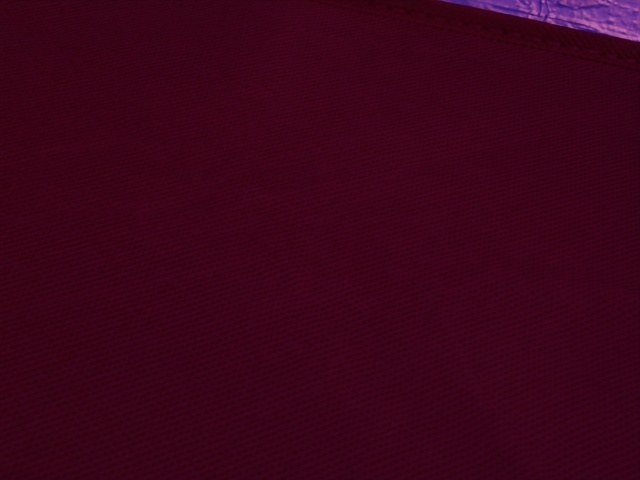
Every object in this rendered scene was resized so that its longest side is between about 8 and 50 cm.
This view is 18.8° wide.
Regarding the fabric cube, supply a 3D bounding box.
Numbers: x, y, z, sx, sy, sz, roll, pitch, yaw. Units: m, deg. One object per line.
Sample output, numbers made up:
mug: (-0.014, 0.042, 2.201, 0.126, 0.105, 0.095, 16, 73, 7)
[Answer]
fabric cube: (-0.041, 0.096, 0.490, 0.259, 0.254, 0.258, -76, 179, -57)
